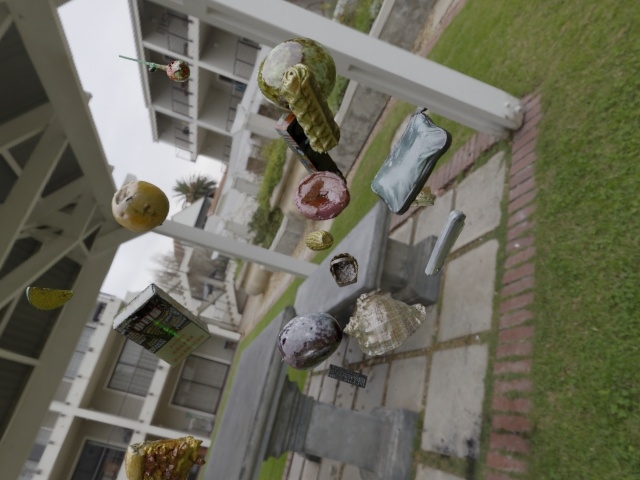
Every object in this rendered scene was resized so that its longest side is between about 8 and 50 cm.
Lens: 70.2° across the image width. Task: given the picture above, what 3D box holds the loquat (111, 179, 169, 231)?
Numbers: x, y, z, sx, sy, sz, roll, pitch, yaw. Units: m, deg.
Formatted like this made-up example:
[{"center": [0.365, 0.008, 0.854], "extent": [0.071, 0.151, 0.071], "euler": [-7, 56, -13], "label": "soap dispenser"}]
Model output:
[{"center": [-0.778, -0.144, 1.991], "extent": [0.244, 0.243, 0.244], "euler": [-162, 90, -80], "label": "loquat"}]

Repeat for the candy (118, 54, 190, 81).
[{"center": [-0.656, -0.693, 1.796], "extent": [0.084, 0.287, 0.078], "euler": [117, 167, -77], "label": "candy"}]

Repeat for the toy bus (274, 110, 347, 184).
[{"center": [-0.022, -0.307, 1.682], "extent": [0.092, 0.409, 0.093], "euler": [23, 73, 39], "label": "toy bus"}]

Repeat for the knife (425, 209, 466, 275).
[{"center": [0.435, 0.013, 1.577], "extent": [0.041, 0.073, 0.266], "euler": [56, 139, 46], "label": "knife"}]

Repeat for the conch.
[{"center": [0.247, 0.327, 1.881], "extent": [0.352, 0.210, 0.297], "euler": [-36, 19, 21], "label": "conch"}]

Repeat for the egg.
[{"center": [-0.086, -0.556, 1.549], "extent": [0.238, 0.289, 0.238], "euler": [25, -118, -61], "label": "egg"}]

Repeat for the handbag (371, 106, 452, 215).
[{"center": [0.290, -0.255, 1.486], "extent": [0.332, 0.075, 0.192], "euler": [-61, 42, 27], "label": "handbag"}]

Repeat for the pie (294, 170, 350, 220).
[{"center": [0.004, -0.142, 1.453], "extent": [0.050, 0.182, 0.182], "euler": [80, -160, -60], "label": "pie"}]

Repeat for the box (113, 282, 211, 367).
[{"center": [-0.593, 0.326, 1.727], "extent": [0.198, 0.310, 0.084], "euler": [-41, 36, 0], "label": "box"}]

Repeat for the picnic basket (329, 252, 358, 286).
[{"center": [0.103, 0.119, 1.979], "extent": [0.178, 0.128, 0.138], "euler": [81, 176, -67], "label": "picnic basket"}]

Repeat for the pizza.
[{"center": [-0.451, 0.682, 1.371], "extent": [0.081, 0.228, 0.290], "euler": [24, 136, 47], "label": "pizza"}]

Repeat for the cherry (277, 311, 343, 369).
[{"center": [-0.050, 0.408, 1.849], "extent": [0.296, 0.218, 0.255], "euler": [-29, -10, 12], "label": "cherry"}]

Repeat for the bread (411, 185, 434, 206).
[{"center": [0.371, -0.169, 1.683], "extent": [0.136, 0.154, 0.054], "euler": [-36, -60, -41], "label": "bread"}]

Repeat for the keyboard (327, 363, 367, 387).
[{"center": [0.104, 0.525, 1.762], "extent": [0.010, 0.155, 0.053], "euler": [104, -177, -56], "label": "keyboard"}]

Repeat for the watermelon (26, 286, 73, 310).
[{"center": [-1.137, 0.249, 1.893], "extent": [0.092, 0.181, 0.075], "euler": [-31, 63, 21], "label": "watermelon"}]

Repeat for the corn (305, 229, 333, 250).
[{"center": [0.000, 0.000, 1.685], "extent": [0.231, 0.080, 0.080], "euler": [167, 121, -76], "label": "corn"}]

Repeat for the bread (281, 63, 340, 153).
[{"center": [-0.024, -0.346, 1.204], "extent": [0.098, 0.269, 0.087], "euler": [-36, 52, 0], "label": "bread"}]
